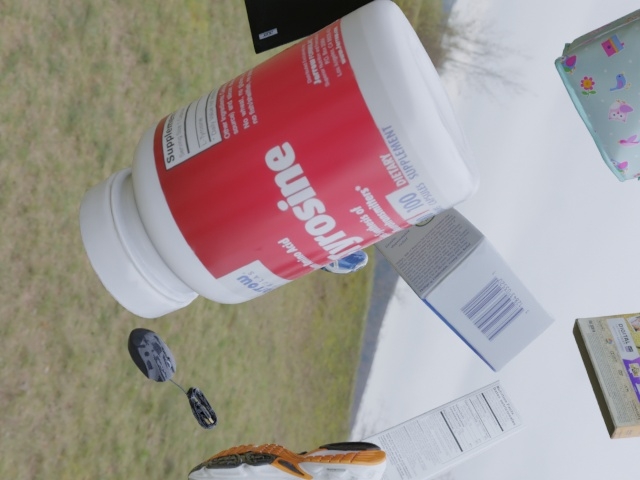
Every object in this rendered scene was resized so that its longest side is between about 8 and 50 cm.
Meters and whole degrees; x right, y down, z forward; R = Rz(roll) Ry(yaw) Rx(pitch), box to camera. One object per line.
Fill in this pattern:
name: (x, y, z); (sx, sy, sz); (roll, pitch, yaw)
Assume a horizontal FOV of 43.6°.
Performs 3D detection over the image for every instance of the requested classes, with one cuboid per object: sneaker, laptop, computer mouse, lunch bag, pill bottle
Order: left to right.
computer mouse: (-0.257, 0.247, 1.436); (0.041, 0.242, 0.071); (-29, -156, 22)
pill bottle: (-0.053, -0.070, 0.884); (0.229, 0.407, 0.229); (54, 20, -31)
sneaker: (-0.044, 0.321, 0.990); (0.099, 0.262, 0.121); (-9, 93, -69)
laptop: (-0.001, -0.448, 1.294); (0.264, 0.234, 0.137); (-73, 143, -52)
sneaker: (0.000, 0.000, 1.617); (0.080, 0.211, 0.081); (-74, -173, -53)
lunch bag: (0.544, -0.240, 1.310); (0.223, 0.262, 0.160); (-22, -164, 34)

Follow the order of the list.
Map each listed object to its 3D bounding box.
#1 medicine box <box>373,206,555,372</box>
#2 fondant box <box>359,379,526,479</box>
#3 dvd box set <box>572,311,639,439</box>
medicine box: (0.239, 0.051, 1.449); (0.149, 0.263, 0.289); (-44, -145, 4)
fondant box: (0.148, 0.363, 1.330); (0.330, 0.096, 0.238); (-11, 154, -37)
dvd box set: (0.841, 0.297, 1.868); (0.062, 0.420, 0.308); (85, -1, -48)
